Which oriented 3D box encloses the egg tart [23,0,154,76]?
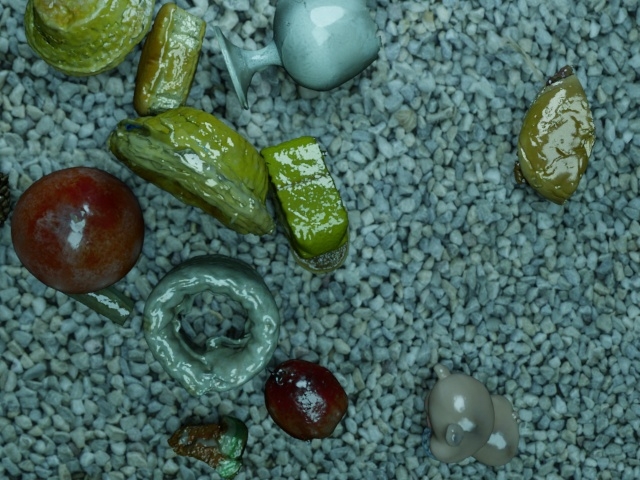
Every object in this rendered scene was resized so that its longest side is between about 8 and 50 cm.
[{"bbox_3d":[-0.485,-0.482,1.398,0.294,0.123,0.294,-1,85,11],"label":"egg tart"}]

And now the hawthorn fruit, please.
[{"bbox_3d":[-0.047,0.341,1.551,0.181,0.181,0.235,-41,115,-4],"label":"hawthorn fruit"}]

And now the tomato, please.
[{"bbox_3d":[-0.491,-0.026,1.404,0.264,0.265,0.265,-1,95,-10],"label":"tomato"}]

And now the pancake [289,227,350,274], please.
[{"bbox_3d":[0.000,0.000,1.610,0.158,0.028,0.158,0,92,-10],"label":"pancake"}]

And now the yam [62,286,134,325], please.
[{"bbox_3d":[-0.493,0.121,1.516,0.169,0.068,0.068,31,89,-12],"label":"yam"}]

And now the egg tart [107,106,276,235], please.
[{"bbox_3d":[-0.238,-0.145,1.387,0.387,0.388,0.169,33,80,-11],"label":"egg tart"}]

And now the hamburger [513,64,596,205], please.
[{"bbox_3d":[0.552,-0.236,1.627,0.245,0.155,0.282,-30,94,1],"label":"hamburger"}]

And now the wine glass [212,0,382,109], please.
[{"bbox_3d":[-0.048,-0.416,1.463,0.322,0.238,0.238,-23,98,-1],"label":"wine glass"}]

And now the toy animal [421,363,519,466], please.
[{"bbox_3d":[0.359,0.431,1.622,0.221,0.210,0.230,0,129,-2],"label":"toy animal"}]

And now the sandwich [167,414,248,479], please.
[{"bbox_3d":[-0.246,0.446,1.531,0.159,0.185,0.109,22,83,-14],"label":"sandwich"}]

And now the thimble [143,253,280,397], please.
[{"bbox_3d":[-0.234,0.182,1.503,0.291,0.195,0.292,-1,98,-6],"label":"thimble"}]

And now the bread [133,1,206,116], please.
[{"bbox_3d":[-0.321,-0.369,1.449,0.121,0.174,0.246,19,96,-10],"label":"bread"}]

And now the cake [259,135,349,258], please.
[{"bbox_3d":[-0.034,-0.090,1.507,0.156,0.179,0.261,-19,81,-5],"label":"cake"}]

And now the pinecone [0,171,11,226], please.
[{"bbox_3d":[-0.740,-0.100,1.405,0.184,0.179,0.204,-38,83,-26],"label":"pinecone"}]
